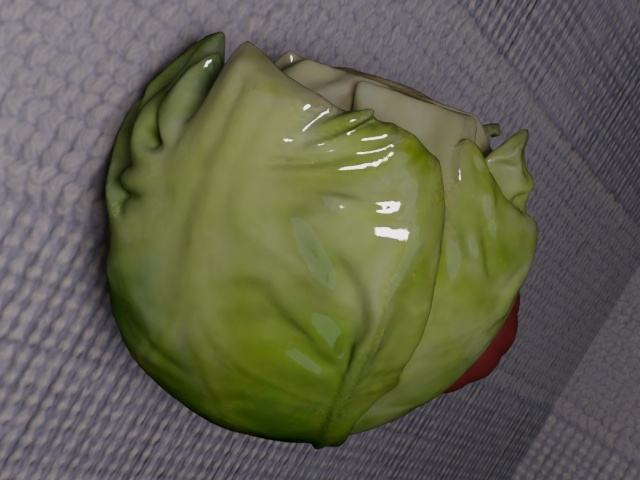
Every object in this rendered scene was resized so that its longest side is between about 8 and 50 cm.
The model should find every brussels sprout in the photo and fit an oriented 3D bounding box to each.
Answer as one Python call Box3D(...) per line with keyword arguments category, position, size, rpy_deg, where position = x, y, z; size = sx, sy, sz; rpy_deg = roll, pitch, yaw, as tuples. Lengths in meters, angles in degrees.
Box3D(category="brussels sprout", position=(-0.001, 0.019, 1.009), size=(0.425, 0.342, 0.360), rpy_deg=(11, 101, -45))

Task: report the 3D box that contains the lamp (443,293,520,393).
Box3D(category="lamp", position=(0.146, 0.086, 1.386), size=(0.227, 0.227, 0.226), rpy_deg=(-34, 141, -33))
